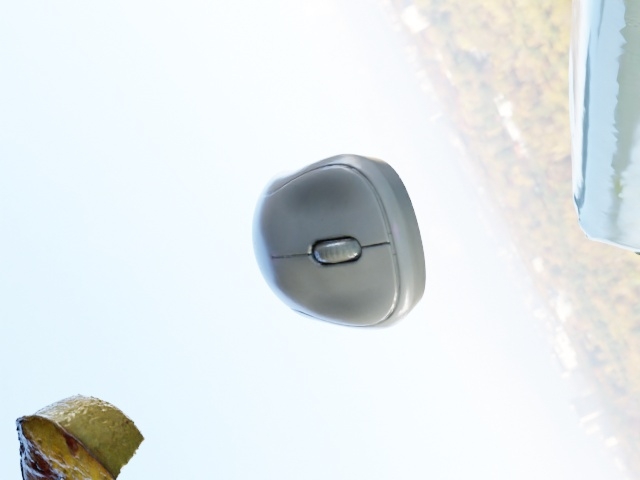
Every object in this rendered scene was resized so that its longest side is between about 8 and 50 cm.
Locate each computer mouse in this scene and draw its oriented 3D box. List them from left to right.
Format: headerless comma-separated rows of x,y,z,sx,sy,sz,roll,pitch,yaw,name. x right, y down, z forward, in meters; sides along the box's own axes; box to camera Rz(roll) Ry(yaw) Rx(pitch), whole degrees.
0.000,0.000,1.032,0.297,0.121,0.184,-164,63,-70,computer mouse

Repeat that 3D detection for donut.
-0.367,0.299,1.433,0.112,0.295,0.151,-35,-91,-44,donut

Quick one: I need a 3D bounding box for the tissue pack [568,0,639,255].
0.176,-0.184,0.365,0.388,0.162,0.287,57,-140,-66,tissue pack
